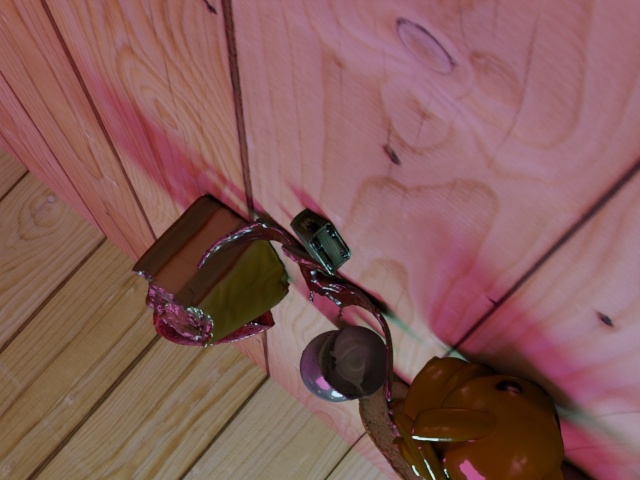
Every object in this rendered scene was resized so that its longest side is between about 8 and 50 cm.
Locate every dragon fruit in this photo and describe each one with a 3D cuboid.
[{"bbox_3d":[-0.222,0.107,1.944,0.261,0.189,0.163,20,-159,-48],"label":"dragon fruit"}]

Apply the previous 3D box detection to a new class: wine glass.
[{"bbox_3d":[0.034,0.206,1.771,0.126,0.126,0.241,42,166,-3],"label":"wine glass"}]

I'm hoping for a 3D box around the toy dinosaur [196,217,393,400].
[{"bbox_3d":[-0.013,0.092,1.546,0.327,0.113,0.206,41,168,-6],"label":"toy dinosaur"}]

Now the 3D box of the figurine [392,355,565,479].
[{"bbox_3d":[0.185,0.233,1.288,0.218,0.169,0.327,38,169,-8],"label":"figurine"}]

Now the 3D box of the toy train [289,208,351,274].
[{"bbox_3d":[0.000,0.000,1.358,0.056,0.038,0.093,40,170,39],"label":"toy train"}]

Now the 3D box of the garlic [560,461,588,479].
[{"bbox_3d":[0.302,0.415,1.497,0.292,0.210,0.237,42,165,40],"label":"garlic"}]

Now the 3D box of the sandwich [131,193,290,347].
[{"bbox_3d":[-0.178,0.073,1.770,0.155,0.198,0.227,34,166,28],"label":"sandwich"}]

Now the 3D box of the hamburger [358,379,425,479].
[{"bbox_3d":[0.137,0.334,1.874,0.207,0.135,0.155,41,165,6],"label":"hamburger"}]
